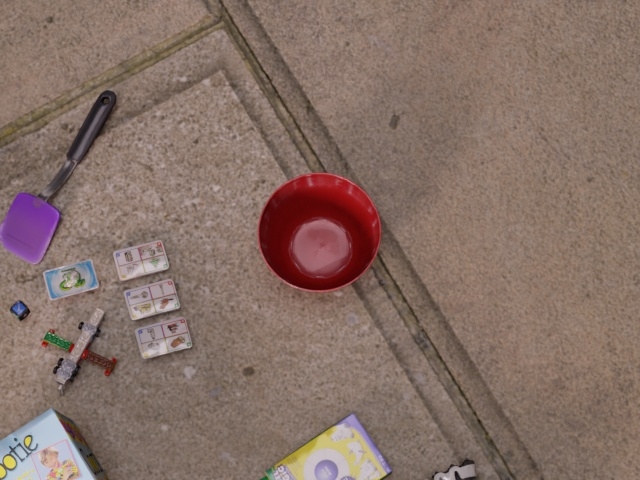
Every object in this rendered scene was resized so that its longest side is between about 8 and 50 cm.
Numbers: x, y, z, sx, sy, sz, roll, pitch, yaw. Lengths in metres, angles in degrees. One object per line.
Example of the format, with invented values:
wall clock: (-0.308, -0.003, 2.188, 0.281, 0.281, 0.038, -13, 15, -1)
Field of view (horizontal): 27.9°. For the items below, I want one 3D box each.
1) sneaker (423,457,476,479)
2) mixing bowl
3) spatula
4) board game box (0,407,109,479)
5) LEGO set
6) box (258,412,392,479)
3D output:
sneaker: (0.127, 0.397, 1.812, 0.234, 0.078, 0.106, -21, 72, -7)
mixing bowl: (0.000, 0.000, 1.917, 0.182, 0.098, 0.181, -1, 74, 2)
spatula: (-0.398, -0.107, 1.991, 0.084, 0.030, 0.296, 26, 77, 11)
board game box: (-0.348, 0.393, 1.789, 0.144, 0.142, 0.275, -33, 76, -7)
LEGO set: (-0.332, 0.117, 1.929, 0.244, 0.060, 0.182, -15, 69, -11)
box: (0.001, 0.340, 1.850, 0.179, 0.043, 0.105, -34, 76, -6)
